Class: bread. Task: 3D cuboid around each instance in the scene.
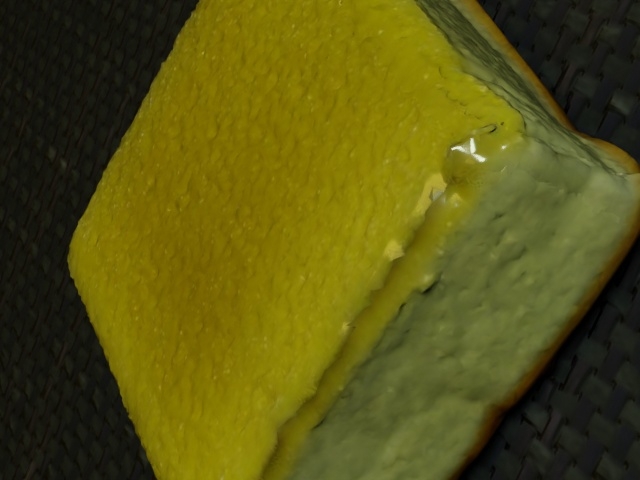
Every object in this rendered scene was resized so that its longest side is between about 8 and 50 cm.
[{"bbox_3d":[0.000,0.000,0.881,0.323,0.143,0.333,-56,39,22],"label":"bread"}]
